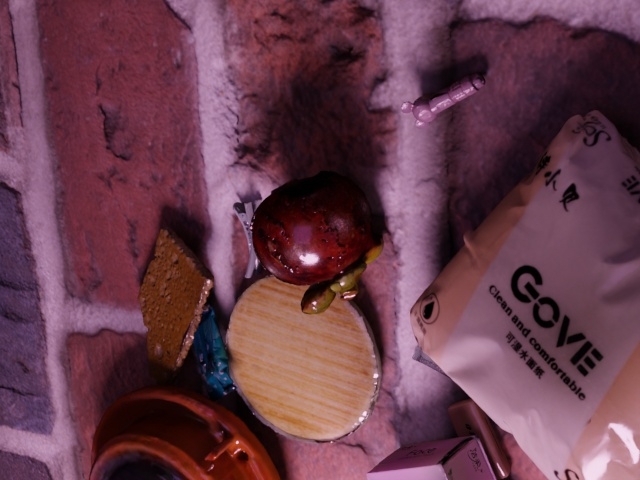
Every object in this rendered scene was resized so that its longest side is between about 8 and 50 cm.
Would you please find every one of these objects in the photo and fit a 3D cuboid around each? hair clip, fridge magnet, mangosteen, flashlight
[{"bbox_3d":[-0.104,-0.004,1.513,0.039,0.030,0.115,11,109,47],"label":"hair clip"},{"bbox_3d":[-0.216,0.398,1.618,0.363,0.155,0.364,11,112,27],"label":"fridge magnet"},{"bbox_3d":[0.000,0.000,1.385,0.166,0.166,0.180,-22,107,32],"label":"mangosteen"},{"bbox_3d":[0.156,-0.180,1.310,0.110,0.031,0.052,-27,129,27],"label":"flashlight"}]

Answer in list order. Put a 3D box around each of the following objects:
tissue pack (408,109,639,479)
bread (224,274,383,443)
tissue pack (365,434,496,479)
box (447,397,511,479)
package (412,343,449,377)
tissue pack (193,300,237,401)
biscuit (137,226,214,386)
[{"bbox_3d":[0.321,0.102,1.217,0.375,0.195,0.390,48,122,24],"label":"tissue pack"},{"bbox_3d":[-0.024,0.167,1.509,0.266,0.040,0.267,9,109,28],"label":"bread"},{"bbox_3d":[0.180,0.398,1.420,0.148,0.092,0.246,-19,96,45],"label":"tissue pack"},{"bbox_3d":[0.214,0.270,1.415,0.048,0.025,0.115,-23,92,31],"label":"box"},{"bbox_3d":[0.175,0.171,1.412,0.110,0.015,0.037,26,115,19],"label":"package"},{"bbox_3d":[-0.166,0.167,1.565,0.085,0.027,0.138,-36,65,53],"label":"tissue pack"},{"bbox_3d":[-0.232,0.106,1.598,0.131,0.026,0.237,46,129,32],"label":"biscuit"}]
